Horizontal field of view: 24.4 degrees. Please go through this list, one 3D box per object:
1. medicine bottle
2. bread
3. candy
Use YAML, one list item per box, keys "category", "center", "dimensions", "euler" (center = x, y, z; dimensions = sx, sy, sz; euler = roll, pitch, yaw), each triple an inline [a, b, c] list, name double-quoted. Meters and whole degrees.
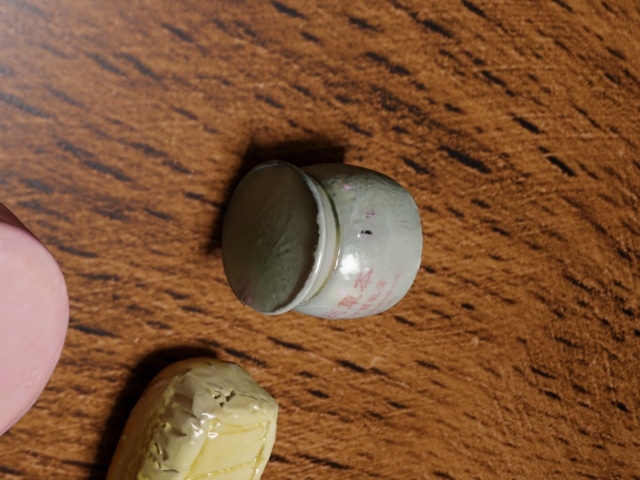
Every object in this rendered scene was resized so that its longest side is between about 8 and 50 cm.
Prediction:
- category: "medicine bottle"
  center: [0.000, 0.000, 1.382]
  dimensions: [0.143, 0.147, 0.147]
  euler: [3, 117, -43]
- category: "bread"
  center: [-0.136, 0.225, 1.455]
  dimensions: [0.140, 0.106, 0.236]
  euler: [1, 118, -45]
- category: "candy"
  center: [-0.324, 0.079, 1.177]
  dimensions: [0.255, 0.094, 0.255]
  euler: [-25, 134, -29]
